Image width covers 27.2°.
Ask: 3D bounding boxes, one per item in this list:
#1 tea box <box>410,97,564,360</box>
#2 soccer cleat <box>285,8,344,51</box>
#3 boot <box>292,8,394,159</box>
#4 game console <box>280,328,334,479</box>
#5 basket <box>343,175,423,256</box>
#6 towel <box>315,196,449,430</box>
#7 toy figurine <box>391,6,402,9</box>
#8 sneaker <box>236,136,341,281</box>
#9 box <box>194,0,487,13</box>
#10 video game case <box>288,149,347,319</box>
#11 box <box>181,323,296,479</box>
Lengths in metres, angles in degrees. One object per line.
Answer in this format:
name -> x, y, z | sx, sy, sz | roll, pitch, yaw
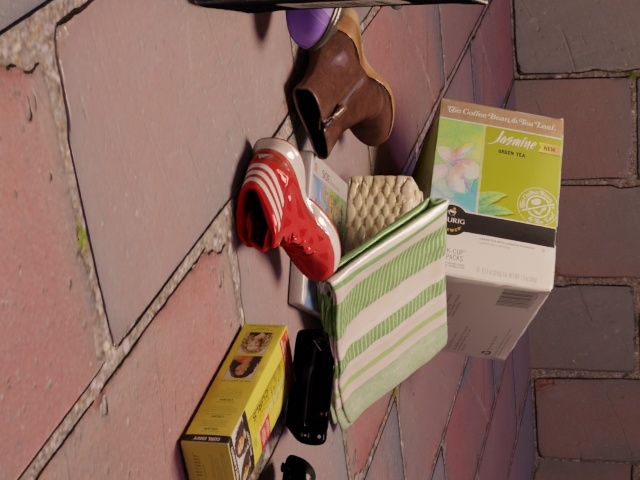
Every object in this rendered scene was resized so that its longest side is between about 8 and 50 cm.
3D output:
tea box -> 0.259, -0.012, 2.240 | 0.329, 0.220, 0.323 | 105, -7, -65
soccer cleat -> -0.030, -0.391, 1.623 | 0.116, 0.109, 0.318 | 8, 81, -37
boot -> 0.026, -0.180, 1.859 | 0.248, 0.090, 0.207 | 70, 31, -41
game console -> -0.027, 0.289, 1.639 | 0.213, 0.044, 0.361 | 139, -43, -84
basket -> 0.092, -0.012, 2.001 | 0.103, 0.113, 0.167 | 60, 33, -67
towel -> 0.099, 0.106, 1.913 | 0.248, 0.038, 0.325 | -35, 142, -26
toy figurine -> 0.112, -0.457, 2.006 | 0.209, 0.148, 0.213 | -9, 99, -74
sneaker -> -0.051, -0.005, 1.617 | 0.221, 0.087, 0.128 | 63, 38, -35
box -> 0.023, -0.454, 1.442 | 0.212, 0.294, 0.395 | -25, 115, -73
video game case -> 0.000, 0.000, 1.858 | 0.193, 0.023, 0.212 | 36, 56, -70
box -> -0.089, 0.190, 1.494 | 0.232, 0.058, 0.087 | -63, 150, -58
